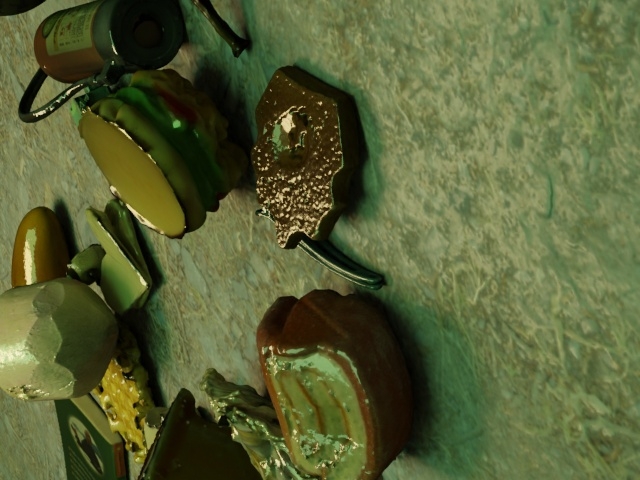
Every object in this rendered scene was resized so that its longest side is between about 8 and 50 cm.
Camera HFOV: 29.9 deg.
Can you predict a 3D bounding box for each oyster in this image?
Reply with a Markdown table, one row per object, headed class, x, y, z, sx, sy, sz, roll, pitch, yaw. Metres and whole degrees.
| class | x | y | z | sx | sy | sz | roll | pitch | yaw |
| --- | --- | --- | --- | --- | --- | --- | --- | --- | --- |
| oyster | -0.045 | 0.301 | 1.688 | 0.354 | 0.107 | 0.201 | 45 | 164 | 16 |

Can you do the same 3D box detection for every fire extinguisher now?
| class | x | y | z | sx | sy | sz | roll | pitch | yaw |
| --- | --- | --- | --- | --- | --- | --- | --- | --- | --- |
| fire extinguisher | -0.353 | -0.271 | 1.735 | 0.376 | 0.200 | 0.113 | 6 | 134 | 57 |

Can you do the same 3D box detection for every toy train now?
| class | x | y | z | sx | sy | sz | roll | pitch | yaw |
| --- | --- | --- | --- | --- | --- | --- | --- | --- | --- |
| toy train | -0.316 | -0.147 | 1.862 | 0.200 | 0.083 | 0.132 | 67 | 161 | 3 |

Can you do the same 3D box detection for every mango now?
| class | x | y | z | sx | sy | sz | roll | pitch | yaw |
| --- | --- | --- | --- | --- | --- | --- | --- | --- | --- |
| mango | -0.530 | 0.049 | 2.294 | 0.138 | 0.113 | 0.253 | 44 | 135 | 43 |

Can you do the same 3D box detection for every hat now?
| class | x | y | z | sx | sy | sz | roll | pitch | yaw |
| --- | --- | --- | --- | --- | --- | --- | --- | --- | --- |
| hat | -0.408 | 0.051 | 2.129 | 0.059 | 0.076 | 0.077 | 42 | 149 | 14 |

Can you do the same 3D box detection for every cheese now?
| class | x | y | z | sx | sy | sz | roll | pitch | yaw |
| --- | --- | --- | --- | --- | --- | --- | --- | --- | --- |
| cheese | -0.236 | 0.391 | 2.062 | 0.163 | 0.071 | 0.249 | 16 | 121 | 55 |

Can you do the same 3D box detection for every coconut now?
| class | x | y | z | sx | sy | sz | roll | pitch | yaw |
| --- | --- | --- | --- | --- | --- | --- | --- | --- | --- |
| coconut | -0.455 | 0.169 | 2.065 | 0.234 | 0.224 | 0.224 | -2 | 109 | 29 |

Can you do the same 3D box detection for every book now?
| class | x | y | z | sx | sy | sz | roll | pitch | yaw |
| --- | --- | --- | --- | --- | --- | --- | --- | --- | --- |
| book | -0.482 | 0.485 | 2.555 | 0.260 | 0.043 | 0.371 | 39 | 140 | 38 |

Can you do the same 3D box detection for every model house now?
| class | x | y | z | sx | sy | sz | roll | pitch | yaw |
| --- | --- | --- | --- | --- | --- | --- | --- | --- | --- |
| model house | -0.172 | 0.399 | 1.894 | 0.239 | 0.173 | 0.268 | 23 | 141 | -2 |

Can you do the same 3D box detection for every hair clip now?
| class | x | y | z | sx | sy | sz | roll | pitch | yaw |
| --- | --- | --- | --- | --- | --- | --- | --- | --- | --- |
| hair clip | 0.000 | 0.000 | 1.481 | 0.229 | 0.039 | 0.070 | 41 | 135 | 32 |

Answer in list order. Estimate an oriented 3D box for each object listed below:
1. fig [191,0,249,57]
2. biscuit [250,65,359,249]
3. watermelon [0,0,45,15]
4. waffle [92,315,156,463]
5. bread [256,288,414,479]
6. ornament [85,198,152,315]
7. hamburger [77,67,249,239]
| class | x | y | z | sx | sy | sz | roll | pitch | yaw |
| --- | --- | --- | --- | --- | --- | --- | --- | --- | --- |
| fig | -0.188 | -0.372 | 1.487 | 0.290 | 0.191 | 0.190 | 27 | 148 | -10 |
| biscuit | -0.021 | -0.089 | 1.428 | 0.182 | 0.034 | 0.215 | 35 | 124 | 44 |
| watermelon | -0.482 | -0.444 | 1.811 | 0.212 | 0.212 | 0.212 | 36 | 137 | 44 |
| waffle | -0.363 | 0.271 | 2.204 | 0.280 | 0.060 | 0.262 | 60 | 151 | 22 |
| bread | 0.026 | 0.189 | 1.448 | 0.190 | 0.123 | 0.244 | -7 | 110 | 38 |
| ornament | -0.328 | 0.044 | 2.018 | 0.180 | 0.059 | 0.201 | 34 | 138 | 46 |
| hamburger | -0.204 | -0.128 | 1.606 | 0.237 | 0.149 | 0.237 | 38 | 156 | 20 |
